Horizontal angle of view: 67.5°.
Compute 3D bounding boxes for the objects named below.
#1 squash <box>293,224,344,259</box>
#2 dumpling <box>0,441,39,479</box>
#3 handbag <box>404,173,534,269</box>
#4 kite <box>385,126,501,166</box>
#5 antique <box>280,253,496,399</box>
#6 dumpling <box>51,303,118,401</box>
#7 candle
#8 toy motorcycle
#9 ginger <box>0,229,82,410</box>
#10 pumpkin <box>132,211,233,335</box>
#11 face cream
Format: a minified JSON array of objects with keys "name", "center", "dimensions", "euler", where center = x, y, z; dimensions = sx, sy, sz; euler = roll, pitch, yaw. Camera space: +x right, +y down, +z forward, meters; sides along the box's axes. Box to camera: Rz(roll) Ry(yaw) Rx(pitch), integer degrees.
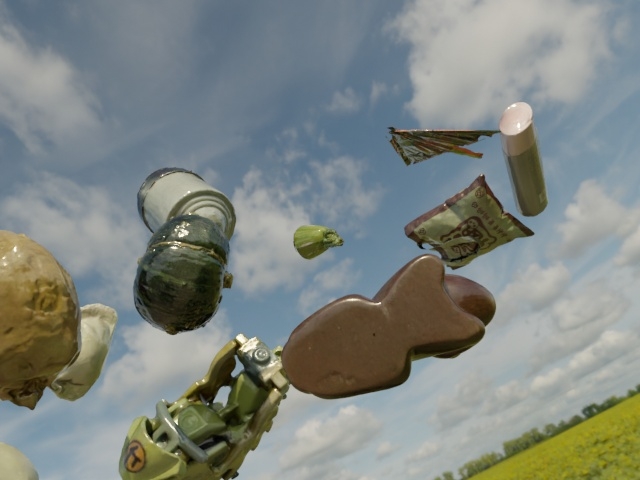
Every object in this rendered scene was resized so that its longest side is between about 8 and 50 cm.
[{"name":"squash","center":[0.004,-0.007,1.338],"dimensions":[0.132,0.105,0.105],"euler":[-17,-19,41]},{"name":"dumpling","center":[-0.307,0.227,0.354],"dimensions":[0.258,0.147,0.193],"euler":[19,-15,-8]},{"name":"handbag","center":[0.358,-0.026,1.162],"dimensions":[0.213,0.127,0.235],"euler":[37,-53,-24]},{"name":"kite","center":[0.180,-0.155,0.776],"dimensions":[0.184,0.014,0.241],"euler":[10,-9,-18]},{"name":"antique","center":[0.089,0.114,0.595],"dimensions":[0.257,0.121,0.143],"euler":[-28,-19,3]},{"name":"dumpling","center":[-0.561,0.253,1.096],"dimensions":[0.124,0.228,0.151],"euler":[1,-17,41]},{"name":"candle","center":[-0.372,-0.075,1.363],"dimensions":[0.221,0.343,0.221],"euler":[-18,-60,-34]},{"name":"toy motorcycle","center":[-0.202,0.337,0.881],"dimensions":[0.410,0.169,0.237],"euler":[-35,-31,-34]},{"name":"ginger","center":[-0.425,0.101,0.681],"dimensions":[0.138,0.267,0.152],"euler":[-3,-27,-47]},{"name":"pumpkin","center":[-0.215,0.054,0.761],"dimensions":[0.146,0.190,0.190],"euler":[30,-50,-4]},{"name":"face cream","center":[0.455,-0.171,1.066],"dimensions":[0.073,0.107,0.269],"euler":[1,-37,33]}]
